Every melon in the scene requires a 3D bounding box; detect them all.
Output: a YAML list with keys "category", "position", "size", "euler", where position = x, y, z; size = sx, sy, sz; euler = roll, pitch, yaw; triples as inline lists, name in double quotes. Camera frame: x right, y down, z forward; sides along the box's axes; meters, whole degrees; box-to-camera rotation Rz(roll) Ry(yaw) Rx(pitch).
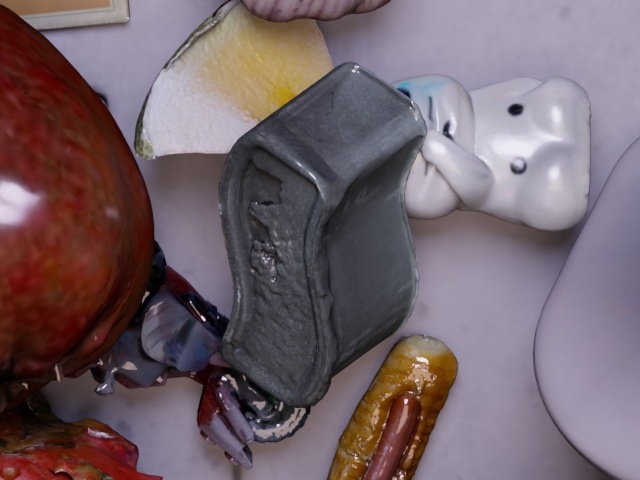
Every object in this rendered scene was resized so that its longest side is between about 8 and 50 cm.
- category: "melon"
  position: [-0.074, -0.091, 1.316]
  size: [0.093, 0.202, 0.139]
  euler: [46, 141, -3]

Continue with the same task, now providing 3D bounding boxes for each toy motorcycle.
- category: "toy motorcycle"
  position: [-0.110, 0.090, 1.392]
  size: [0.213, 0.082, 0.122]
  euler: [42, 103, -14]

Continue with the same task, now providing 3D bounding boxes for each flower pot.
- category: "flower pot"
  position: [0.000, 0.000, 1.297]
  size: [0.103, 0.108, 0.229]
  euler: [27, 136, 28]

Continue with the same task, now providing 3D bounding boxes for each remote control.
- category: "remote control"
  position: [0.277, 0.034, 1.288]
  size: [0.221, 0.332, 0.103]
  euler: [19, 147, 21]

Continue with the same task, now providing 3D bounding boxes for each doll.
- category: "doll"
  position: [0.109, -0.063, 1.338]
  size: [0.180, 0.107, 0.110]
  euler: [5, 78, -4]

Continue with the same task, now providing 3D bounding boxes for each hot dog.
- category: "hot dog"
  position: [0.042, 0.171, 1.439]
  size: [0.066, 0.047, 0.216]
  euler: [22, 105, -5]

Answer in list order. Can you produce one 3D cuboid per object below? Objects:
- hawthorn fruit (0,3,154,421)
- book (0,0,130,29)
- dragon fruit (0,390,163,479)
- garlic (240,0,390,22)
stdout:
- category: "hawthorn fruit"
  position: [-0.275, -0.021, 1.236]
  size: [0.325, 0.308, 0.308]
  euler: [45, 101, -1]
- category: "book"
  position: [-0.263, -0.226, 1.327]
  size: [0.241, 0.018, 0.170]
  euler: [-5, 108, 0]
- category: "dragon fruit"
  position: [-0.261, 0.229, 1.346]
  size: [0.291, 0.269, 0.250]
  euler: [20, 96, -10]
- category: "garlic"
  position: [-0.006, -0.209, 1.281]
  size: [0.147, 0.159, 0.102]
  euler: [36, 146, 12]
